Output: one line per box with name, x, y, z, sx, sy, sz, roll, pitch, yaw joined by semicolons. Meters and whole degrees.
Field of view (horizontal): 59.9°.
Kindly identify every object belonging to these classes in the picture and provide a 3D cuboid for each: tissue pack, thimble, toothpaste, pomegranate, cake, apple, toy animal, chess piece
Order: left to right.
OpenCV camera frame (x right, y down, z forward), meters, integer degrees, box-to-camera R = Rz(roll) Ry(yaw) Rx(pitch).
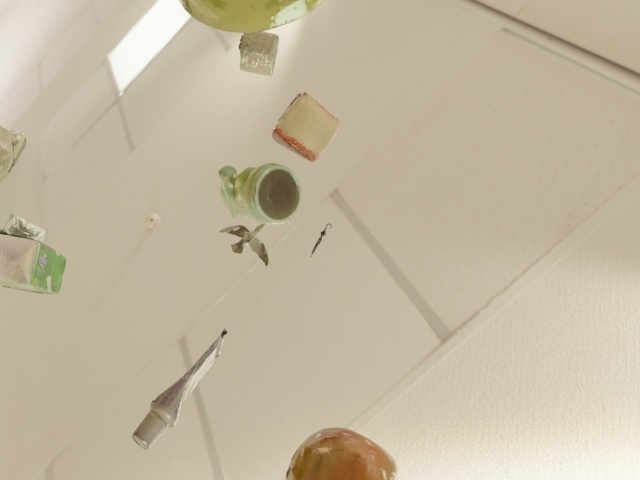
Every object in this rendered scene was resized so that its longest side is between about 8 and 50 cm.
tissue pack;-0.672;0.028;1.243;0.209;0.148;0.156;128;-30;-76
toothpaste;-0.280;0.302;1.144;0.099;0.068;0.282;-26;-160;42
apple;-0.150;-0.605;1.117;0.360;0.312;0.320;-6;-146;11
chess piece;-0.204;-0.138;1.614;0.298;0.176;0.176;7;-113;50
toy animal;-0.247;-0.012;2.009;0.155;0.219;0.095;-47;177;11
thimble;-0.157;-0.477;1.411;0.115;0.090;0.102;-83;-175;-55
cake;-0.045;-0.338;1.723;0.158;0.159;0.262;-52;-174;1
pomegranate;0.060;0.508;1.115;0.270;0.252;0.229;13;-135;2

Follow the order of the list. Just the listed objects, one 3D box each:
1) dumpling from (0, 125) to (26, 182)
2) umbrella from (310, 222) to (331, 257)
dumpling;-0.644;-0.117;0.874;0.260;0.181;0.341;-12;-136;7
umbrella;-0.003;-0.003;1.736;0.022;0.022;0.149;-31;-161;51
